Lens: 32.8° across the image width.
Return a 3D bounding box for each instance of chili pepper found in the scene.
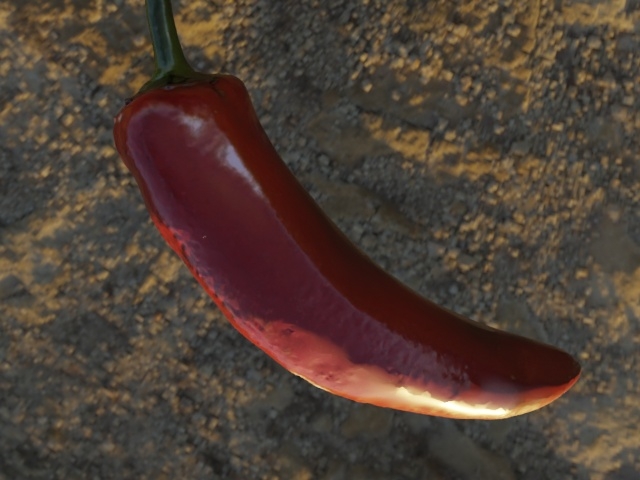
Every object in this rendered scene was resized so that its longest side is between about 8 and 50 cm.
[{"bbox_3d":[0.000,0.008,0.614,0.368,0.137,0.092,45,146,-21],"label":"chili pepper"}]
